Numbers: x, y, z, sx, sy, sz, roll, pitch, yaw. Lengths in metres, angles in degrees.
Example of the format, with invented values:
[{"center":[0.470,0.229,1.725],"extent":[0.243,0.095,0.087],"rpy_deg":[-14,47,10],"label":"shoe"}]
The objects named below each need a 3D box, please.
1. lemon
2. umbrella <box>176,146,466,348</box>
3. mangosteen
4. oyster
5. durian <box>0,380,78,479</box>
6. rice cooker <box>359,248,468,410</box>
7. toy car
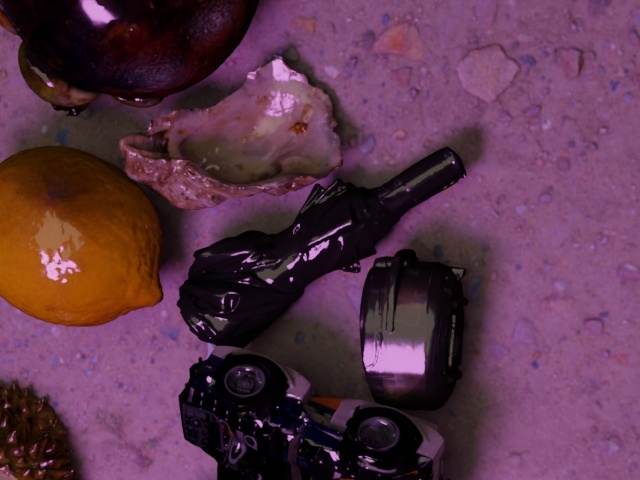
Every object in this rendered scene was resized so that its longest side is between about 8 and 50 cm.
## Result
[{"center":[-0.276,-0.004,1.844],"extent":[0.257,0.188,0.188],"rpy_deg":[29,97,13],"label":"lemon"},{"center":[0.000,0.000,1.790],"extent":[0.340,0.118,0.118],"rpy_deg":[-30,78,14],"label":"umbrella"},{"center":[-0.207,-0.278,1.797],"extent":[0.311,0.311,0.311],"rpy_deg":[-1,86,20],"label":"mangosteen"},{"center":[-0.094,-0.096,1.832],"extent":[0.233,0.107,0.161],"rpy_deg":[-10,52,1],"label":"oyster"},{"center":[-0.362,0.246,1.905],"extent":[0.252,0.144,0.139],"rpy_deg":[15,111,16],"label":"durian"},{"center":[0.094,0.093,1.745],"extent":[0.106,0.112,0.165],"rpy_deg":[9,95,16],"label":"rice cooker"},{"center":[-0.010,0.208,1.748],"extent":[0.301,0.193,0.118],"rpy_deg":[22,51,22],"label":"toy car"}]
